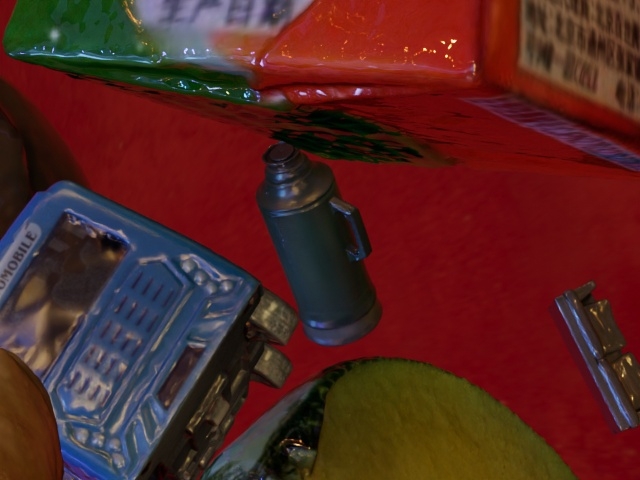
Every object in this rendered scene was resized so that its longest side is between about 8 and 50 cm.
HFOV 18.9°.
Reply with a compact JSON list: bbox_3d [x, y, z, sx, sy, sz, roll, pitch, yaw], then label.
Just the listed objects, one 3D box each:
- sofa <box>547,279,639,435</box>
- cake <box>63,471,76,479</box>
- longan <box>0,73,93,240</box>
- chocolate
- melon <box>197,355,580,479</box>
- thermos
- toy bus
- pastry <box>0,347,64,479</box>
[{"bbox_3d":[0.280,0.112,1.858,0.060,0.085,0.147,-26,80,-1],"label":"sofa"},{"bbox_3d":[-0.369,0.163,1.764,0.332,0.332,0.321,-33,53,-11],"label":"cake"},{"bbox_3d":[-0.319,0.005,1.527,0.319,0.319,0.319,1,83,-9],"label":"longan"},{"bbox_3d":[0.043,-0.143,1.239,0.341,0.360,0.161,6,86,33],"label":"chocolate"},{"bbox_3d":[0.040,0.226,1.371,0.331,0.226,0.343,-32,117,-1],"label":"melon"},{"bbox_3d":[-0.005,0.000,1.631,0.073,0.083,0.187,-28,126,-9],"label":"thermos"},{"bbox_3d":[-0.094,0.061,0.908,0.134,0.246,0.113,31,79,3],"label":"toy bus"},{"bbox_3d":[-0.130,0.120,0.521,0.093,0.182,0.192,17,60,-10],"label":"pastry"}]
